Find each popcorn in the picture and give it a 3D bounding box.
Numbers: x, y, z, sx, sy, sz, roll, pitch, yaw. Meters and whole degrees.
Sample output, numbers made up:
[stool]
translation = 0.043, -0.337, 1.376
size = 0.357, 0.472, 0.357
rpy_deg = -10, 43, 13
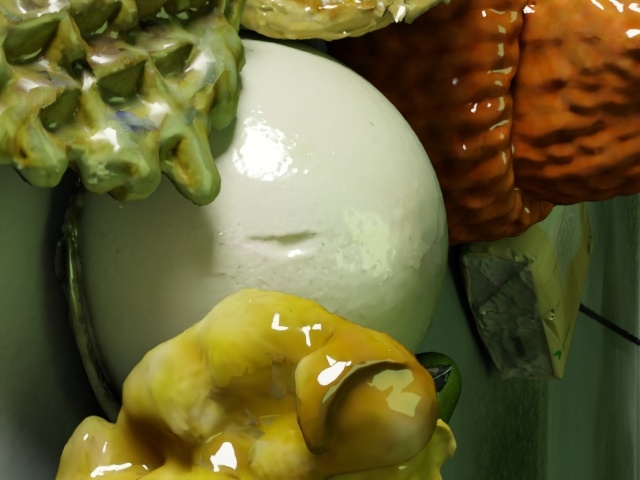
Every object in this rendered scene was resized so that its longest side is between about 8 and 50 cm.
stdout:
[popcorn]
translation = -0.046, 0.187, 0.494
size = 0.264, 0.225, 0.332
rpy_deg = 1, 104, -32

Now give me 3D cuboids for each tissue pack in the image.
[tissue pack]
translation = 0.223, 0.011, 1.135
size = 0.222, 0.090, 0.186
rpy_deg = -61, 140, -44

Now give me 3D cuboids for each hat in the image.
[hat]
translation = 0.217, -0.133, 0.818
size = 0.285, 0.400, 0.285
rpy_deg = 5, 90, -72

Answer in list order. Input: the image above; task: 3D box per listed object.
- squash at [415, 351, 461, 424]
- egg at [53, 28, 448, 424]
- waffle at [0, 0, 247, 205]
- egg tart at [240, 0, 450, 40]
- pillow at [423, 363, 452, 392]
[squash]
translation = 0.049, 0.166, 0.828
size = 0.252, 0.066, 0.066
rpy_deg = -51, 131, -52
[egg]
translation = -0.001, 0.005, 0.645
size = 0.286, 0.174, 0.264
rpy_deg = -2, 93, -65
[waffle]
translation = -0.123, -0.121, 0.483
size = 0.223, 0.054, 0.204
rpy_deg = 25, 58, -30
[egg tart]
translation = -0.015, -0.220, 0.659
size = 0.252, 0.231, 0.098
rpy_deg = 60, -14, 13
[pillow]
translation = 0.025, 0.122, 0.765
size = 0.150, 0.090, 0.048
rpy_deg = -20, 106, -58
